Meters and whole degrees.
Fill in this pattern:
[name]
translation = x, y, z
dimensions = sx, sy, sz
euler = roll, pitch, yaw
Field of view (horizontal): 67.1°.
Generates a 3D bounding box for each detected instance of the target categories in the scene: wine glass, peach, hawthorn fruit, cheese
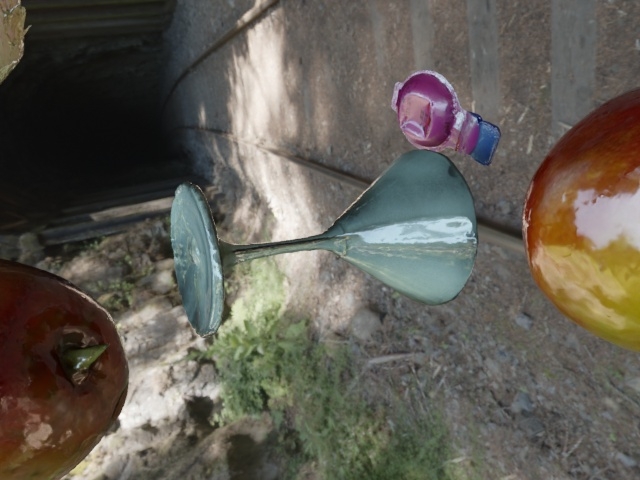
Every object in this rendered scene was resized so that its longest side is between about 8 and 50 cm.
[wine glass]
translation = 0.000, 0.000, 0.728
dimensions = 0.267, 0.405, 0.268
euler = 21, 114, 59
[peach]
translation = 0.403, -0.033, 0.542
dimensions = 0.333, 0.307, 0.308
euler = 105, 148, -42
[hawthorn fruit]
translation = -0.479, 0.209, 0.736
dimensions = 0.403, 0.402, 0.404
euler = 165, 90, -73
[cheese]
translation = 0.220, -0.220, 0.877
dimensions = 0.244, 0.062, 0.155
euler = 40, 143, 35

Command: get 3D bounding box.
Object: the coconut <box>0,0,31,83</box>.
[coconut]
translation = -0.295, -0.189, 0.325
dimensions = 0.171, 0.170, 0.183
euler = -131, 44, -56
